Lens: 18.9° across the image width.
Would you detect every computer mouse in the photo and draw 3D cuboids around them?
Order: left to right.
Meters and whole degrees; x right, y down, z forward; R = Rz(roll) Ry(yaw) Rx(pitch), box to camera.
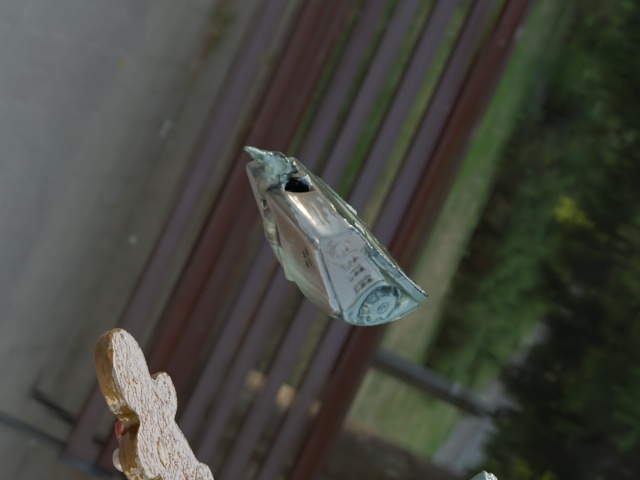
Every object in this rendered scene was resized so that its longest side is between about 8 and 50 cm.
[{"bbox_3d":[-0.004,0.005,2.279,0.115,0.199,0.389,-46,140,3],"label":"computer mouse"}]

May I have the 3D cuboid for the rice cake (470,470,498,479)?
[{"bbox_3d":[0.203,0.288,1.794,0.042,0.180,0.030,-40,-179,24],"label":"rice cake"}]

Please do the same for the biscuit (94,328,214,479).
[{"bbox_3d":[-0.218,0.255,2.473,0.205,0.049,0.324,-80,152,-57],"label":"biscuit"}]
